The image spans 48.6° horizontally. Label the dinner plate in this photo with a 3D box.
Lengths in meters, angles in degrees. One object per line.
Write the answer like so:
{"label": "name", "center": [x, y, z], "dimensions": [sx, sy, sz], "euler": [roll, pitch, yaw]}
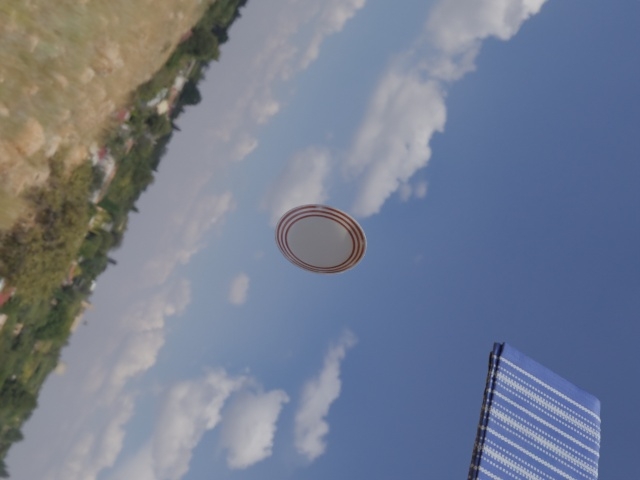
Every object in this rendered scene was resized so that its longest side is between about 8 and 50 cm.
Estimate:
{"label": "dinner plate", "center": [0.000, 0.000, 1.078], "dimensions": [0.017, 0.141, 0.141], "euler": [105, -2, -46]}

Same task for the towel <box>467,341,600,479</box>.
{"label": "towel", "center": [0.365, 0.356, 1.202], "dimensions": [0.040, 0.243, 0.336], "euler": [-51, -169, 49]}
